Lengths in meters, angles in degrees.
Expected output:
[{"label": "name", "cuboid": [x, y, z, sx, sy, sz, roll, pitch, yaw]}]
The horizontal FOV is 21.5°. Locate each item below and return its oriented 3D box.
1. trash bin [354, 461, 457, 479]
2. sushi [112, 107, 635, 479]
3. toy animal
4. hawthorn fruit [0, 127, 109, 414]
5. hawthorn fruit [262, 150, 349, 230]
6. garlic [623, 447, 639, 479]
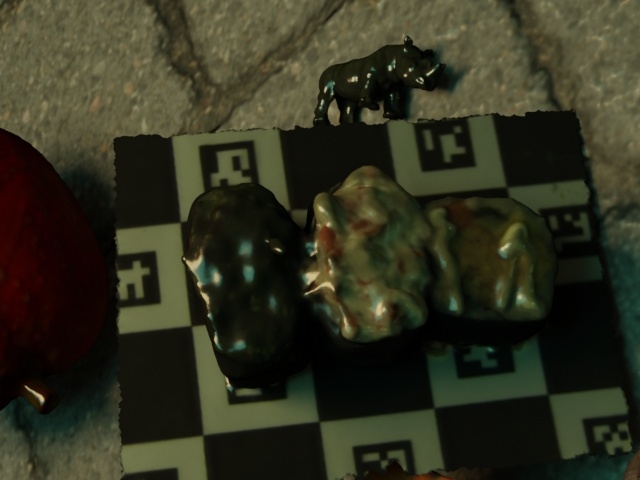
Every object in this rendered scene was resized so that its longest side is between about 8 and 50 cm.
[{"label": "trash bin", "cuboid": [0.063, 0.290, 1.252, 0.161, 0.184, 0.239, 18, 77, 36]}, {"label": "sushi", "cuboid": [0.033, 0.019, 1.215, 0.373, 0.100, 0.296, -4, 65, -3]}, {"label": "toy animal", "cuboid": [0.052, -0.137, 1.441, 0.135, 0.047, 0.065, -15, 61, 44]}, {"label": "hawthorn fruit", "cuboid": [-0.330, 0.041, 1.601, 0.307, 0.265, 0.265, 48, 111, 19]}, {"label": "hawthorn fruit", "cuboid": [0.000, 0.000, 1.372, 0.189, 0.189, 0.189, -12, 71, 39]}, {"label": "garlic", "cuboid": [0.274, 0.169, 1.130, 0.159, 0.102, 0.147, 47, 111, 39]}]
